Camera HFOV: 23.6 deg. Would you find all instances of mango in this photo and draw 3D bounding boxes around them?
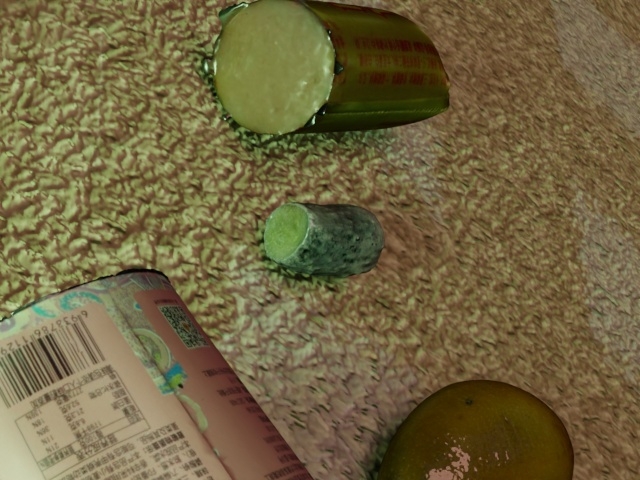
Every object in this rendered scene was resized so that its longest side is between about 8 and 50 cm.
[{"bbox_3d":[0.123,0.181,1.227,0.227,0.099,0.136,-14,76,-49],"label":"mango"}]

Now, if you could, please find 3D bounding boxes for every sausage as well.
[{"bbox_3d":[0.038,-0.157,1.393,0.125,0.117,0.317,25,18,28],"label":"sausage"}]

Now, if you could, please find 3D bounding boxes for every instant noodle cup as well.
[{"bbox_3d":[-0.105,0.162,0.791,0.231,0.243,0.243,56,29,14],"label":"instant noodle cup"}]

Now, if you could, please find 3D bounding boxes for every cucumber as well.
[{"bbox_3d":[0.001,0.000,1.260,0.112,0.064,0.064,1,61,-52],"label":"cucumber"}]
